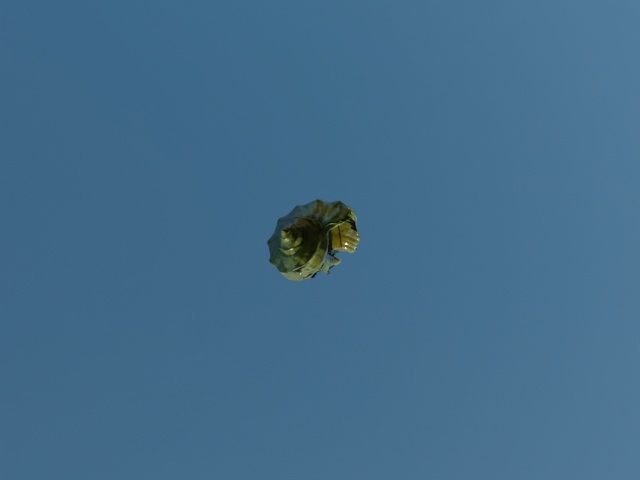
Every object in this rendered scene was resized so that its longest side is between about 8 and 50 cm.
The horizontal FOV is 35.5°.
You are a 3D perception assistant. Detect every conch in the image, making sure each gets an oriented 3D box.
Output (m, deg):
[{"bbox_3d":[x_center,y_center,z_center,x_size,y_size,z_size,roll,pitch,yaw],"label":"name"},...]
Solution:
[{"bbox_3d":[0.000,0.000,0.927,0.121,0.089,0.074,22,-140,-57],"label":"conch"}]
